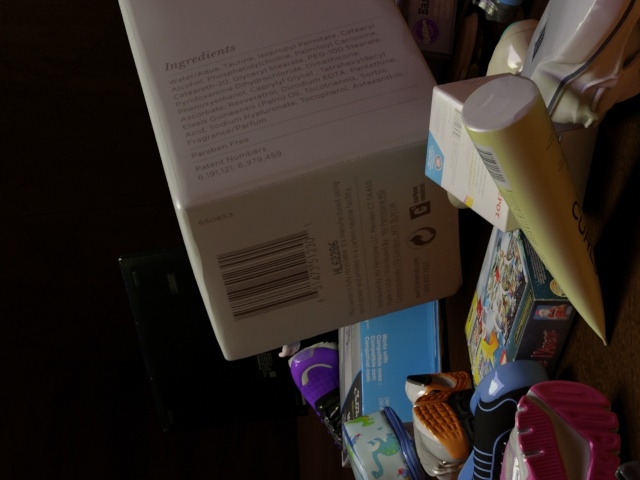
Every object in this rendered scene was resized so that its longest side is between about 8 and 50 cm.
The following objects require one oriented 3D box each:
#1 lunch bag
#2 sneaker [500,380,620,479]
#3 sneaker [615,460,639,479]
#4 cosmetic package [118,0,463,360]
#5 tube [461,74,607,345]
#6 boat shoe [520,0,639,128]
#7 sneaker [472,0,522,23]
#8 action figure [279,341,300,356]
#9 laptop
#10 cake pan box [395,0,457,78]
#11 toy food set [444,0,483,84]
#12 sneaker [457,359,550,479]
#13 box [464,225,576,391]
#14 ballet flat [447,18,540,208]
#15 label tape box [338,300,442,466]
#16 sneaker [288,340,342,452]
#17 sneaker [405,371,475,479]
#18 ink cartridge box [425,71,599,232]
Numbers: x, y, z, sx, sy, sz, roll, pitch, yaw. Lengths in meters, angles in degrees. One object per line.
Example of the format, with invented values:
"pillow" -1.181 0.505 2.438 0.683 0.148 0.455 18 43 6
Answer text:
"lunch bag" 0.103 0.340 1.485 0.176 0.090 0.219 -119 10 -77
"sneaker" 0.193 0.246 0.912 0.111 0.103 0.252 94 -179 -65
"sneaker" 0.229 0.198 0.820 0.031 0.035 0.083 106 165 -70
"cosmetic package" -0.037 -0.128 1.457 0.329 0.327 0.394 80 172 -54
"tube" 0.182 -0.024 0.908 0.070 0.062 0.240 -52 -49 -24
"boat shoe" 0.208 -0.142 0.843 0.267 0.088 0.096 98 -174 -74
"sneaker" 0.188 -0.298 1.237 0.084 0.058 0.152 111 155 -47
"action figure" 0.000 0.000 1.703 0.275 0.248 0.370 -28 10 42
"laptop" -0.107 0.098 2.013 0.236 0.408 0.382 -98 0 -58
"cake pan box" 0.140 -0.342 1.555 0.267 0.070 0.246 137 141 -86
"toy food set" 0.183 -0.217 1.422 0.132 0.038 0.192 106 176 -48
"sneaker" 0.184 0.214 1.096 0.232 0.081 0.090 92 167 -45
"box" 0.195 0.076 1.142 0.233 0.044 0.159 97 172 -46
"ballet flat" 0.187 -0.103 1.148 0.248 0.086 0.086 99 170 -46
"label tape box" 0.100 0.179 1.725 0.348 0.115 0.249 100 171 -64
"sneaker" 0.049 0.295 1.946 0.293 0.102 0.146 54 -169 -41
"sneaker" 0.156 0.232 1.333 0.262 0.099 0.121 -68 -27 -85
"ink cartridge box" 0.172 -0.077 1.016 0.143 0.090 0.092 43 138 46
